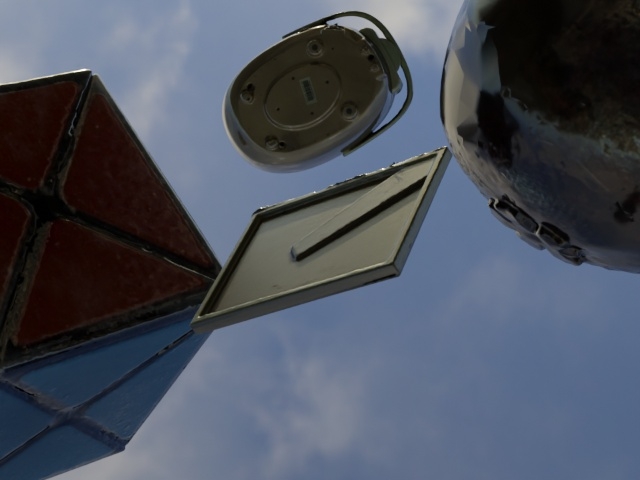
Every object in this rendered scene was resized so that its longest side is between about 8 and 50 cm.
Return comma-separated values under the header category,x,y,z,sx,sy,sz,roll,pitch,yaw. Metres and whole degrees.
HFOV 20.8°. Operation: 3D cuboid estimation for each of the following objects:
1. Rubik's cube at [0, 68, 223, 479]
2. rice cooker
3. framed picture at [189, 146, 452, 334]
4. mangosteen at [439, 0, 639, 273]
category,x,y,z,sx,sy,sz,roll,pitch,yaw
Rubik's cube,-0.262,0.045,1.411,0.259,0.260,0.254,-17,-114,-39
rice cooker,-0.008,-0.153,1.844,0.206,0.145,0.127,-28,180,10
framed picture,0.000,0.000,1.005,0.149,0.011,0.109,-17,-149,35
mangosteen,0.248,-0.127,1.380,0.330,0.330,0.330,1,-137,-1
